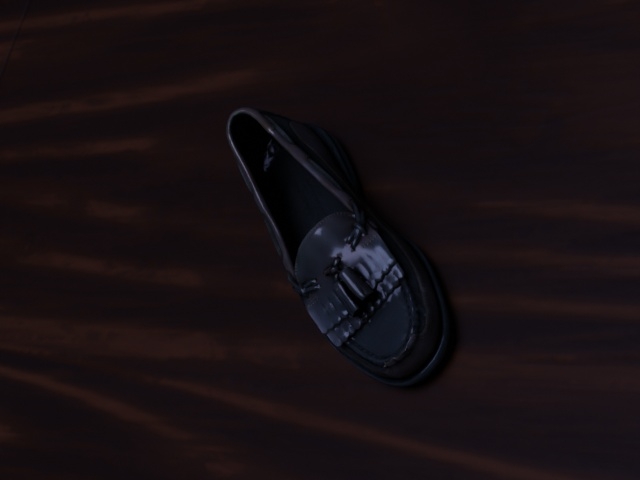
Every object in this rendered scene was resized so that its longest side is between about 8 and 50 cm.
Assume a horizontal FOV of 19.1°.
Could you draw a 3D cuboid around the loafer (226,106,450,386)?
[{"bbox_3d":[0.000,0.000,1.365,0.096,0.084,0.267,-47,44,15],"label":"loafer"}]
